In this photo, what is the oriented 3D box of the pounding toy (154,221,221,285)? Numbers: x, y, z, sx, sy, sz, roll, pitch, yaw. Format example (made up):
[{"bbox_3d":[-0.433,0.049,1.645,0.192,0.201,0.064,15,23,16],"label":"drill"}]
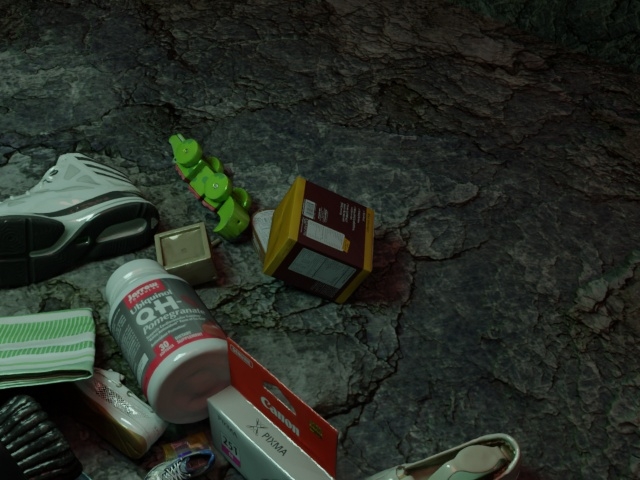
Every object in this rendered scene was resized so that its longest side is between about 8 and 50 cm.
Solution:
[{"bbox_3d":[-0.278,0.031,1.590,0.130,0.100,0.141,-15,47,-4],"label":"pounding toy"}]

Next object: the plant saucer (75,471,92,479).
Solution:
[{"bbox_3d":[-0.446,0.457,1.192,0.067,0.018,0.192,33,51,21],"label":"plant saucer"}]

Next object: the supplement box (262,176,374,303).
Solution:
[{"bbox_3d":[0.000,0.000,1.591,0.194,0.129,0.191,23,43,-17],"label":"supplement box"}]

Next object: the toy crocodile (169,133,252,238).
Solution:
[{"bbox_3d":[-0.266,-0.135,1.732,0.105,0.115,0.340,-44,58,4],"label":"toy crocodile"}]

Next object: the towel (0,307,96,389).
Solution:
[{"bbox_3d":[-0.526,0.186,1.305,0.248,0.038,0.325,-4,12,-15],"label":"towel"}]

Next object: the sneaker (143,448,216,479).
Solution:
[{"bbox_3d":[-0.239,0.389,1.254,0.135,0.058,0.052,-23,74,-25],"label":"sneaker"}]

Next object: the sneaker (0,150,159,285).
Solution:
[{"bbox_3d":[-0.602,-0.058,1.587,0.448,0.169,0.257,-12,41,-31],"label":"sneaker"}]

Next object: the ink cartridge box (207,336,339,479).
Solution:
[{"bbox_3d":[-0.083,0.323,1.197,0.060,0.238,0.275,-30,46,-33],"label":"ink cartridge box"}]

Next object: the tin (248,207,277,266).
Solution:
[{"bbox_3d":[-0.099,-0.002,1.681,0.106,0.040,0.189,-14,51,-17],"label":"tin"}]

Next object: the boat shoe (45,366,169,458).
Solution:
[{"bbox_3d":[-0.390,0.278,1.326,0.277,0.098,0.096,33,41,18],"label":"boat shoe"}]

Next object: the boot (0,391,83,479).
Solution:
[{"bbox_3d":[-0.555,0.309,1.111,0.260,0.348,0.131,-41,28,-23],"label":"boot"}]

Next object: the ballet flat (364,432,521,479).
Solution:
[{"bbox_3d":[0.177,0.422,1.256,0.400,0.139,0.139,-16,51,-23],"label":"ballet flat"}]

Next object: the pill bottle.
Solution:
[{"bbox_3d":[-0.285,0.172,1.368,0.176,0.176,0.318,-19,41,-26],"label":"pill bottle"}]

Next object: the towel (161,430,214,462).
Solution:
[{"bbox_3d":[-0.235,0.375,1.312,0.083,0.009,0.060,-14,51,-22],"label":"towel"}]
